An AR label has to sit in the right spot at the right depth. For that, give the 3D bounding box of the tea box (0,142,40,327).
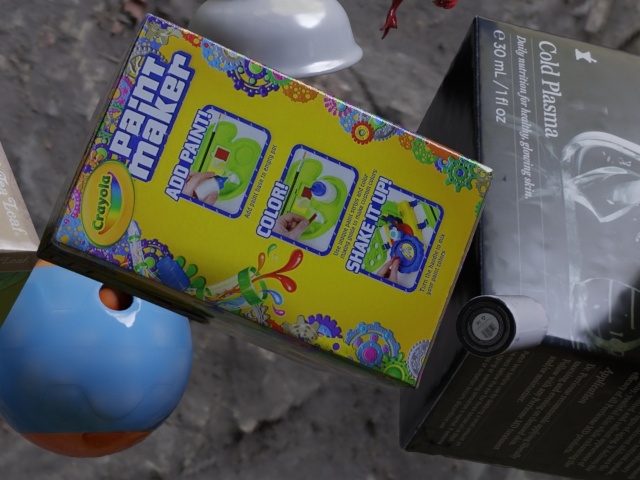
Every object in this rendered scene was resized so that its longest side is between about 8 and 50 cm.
[{"bbox_3d":[-0.528,-0.013,1.533,0.220,0.329,0.323,-1,140,-40],"label":"tea box"}]

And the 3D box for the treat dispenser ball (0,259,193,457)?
[{"bbox_3d":[-0.319,0.153,1.754,0.288,0.288,0.288,-32,135,-39],"label":"treat dispenser ball"}]

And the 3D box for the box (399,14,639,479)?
[{"bbox_3d":[0.363,0.030,1.568,0.297,0.472,0.480,116,-17,-51],"label":"box"}]

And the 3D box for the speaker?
[{"bbox_3d":[0.167,0.076,1.159,0.136,0.055,0.055,5,108,-69],"label":"speaker"}]

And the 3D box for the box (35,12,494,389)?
[{"bbox_3d":[-0.062,-0.017,1.019,0.279,0.290,0.177,23,82,-13],"label":"box"}]

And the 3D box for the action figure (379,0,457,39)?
[{"bbox_3d":[0.124,-0.329,1.500,0.280,0.091,0.139,62,45,-68],"label":"action figure"}]

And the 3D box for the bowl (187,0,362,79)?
[{"bbox_3d":[-0.084,-0.348,2.024,0.298,0.298,0.134,-24,118,-44],"label":"bowl"}]
